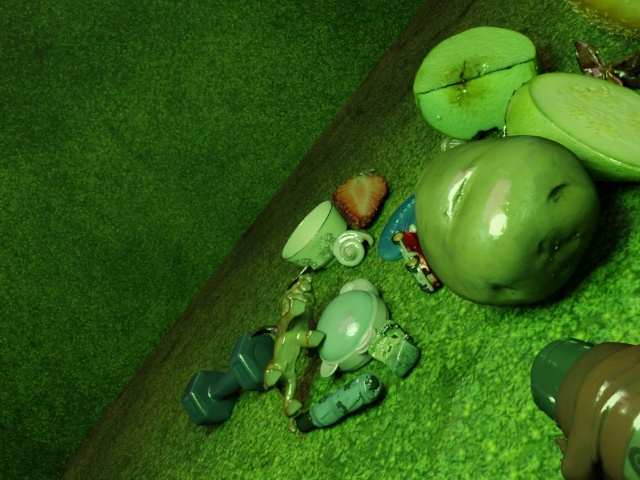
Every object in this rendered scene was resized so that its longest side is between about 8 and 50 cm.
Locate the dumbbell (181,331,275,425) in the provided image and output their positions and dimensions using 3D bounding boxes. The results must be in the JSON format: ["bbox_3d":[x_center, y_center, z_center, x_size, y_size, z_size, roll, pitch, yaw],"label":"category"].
[{"bbox_3d":[-0.240,0.382,1.359,0.324,0.144,0.160,-40,22,32],"label":"dumbbell"}]

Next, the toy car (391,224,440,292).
[{"bbox_3d":[0.219,0.025,0.982,0.112,0.112,0.139,-32,30,10],"label":"toy car"}]

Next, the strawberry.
[{"bbox_3d":[0.124,-0.107,1.514,0.175,0.107,0.236,5,46,29],"label":"strawberry"}]

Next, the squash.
[{"bbox_3d":[0.414,-0.179,0.722,0.189,0.189,0.260,-52,12,-2],"label":"squash"}]

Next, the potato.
[{"bbox_3d":[0.257,-0.030,0.740,0.326,0.220,0.244,-151,54,-79],"label":"potato"}]

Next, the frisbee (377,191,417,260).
[{"bbox_3d":[0.219,-0.055,1.234,0.242,0.045,0.242,-47,17,19],"label":"frisbee"}]

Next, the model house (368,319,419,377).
[{"bbox_3d":[0.135,0.193,0.890,0.079,0.066,0.083,-55,18,-5],"label":"model house"}]

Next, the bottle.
[{"bbox_3d":[0.287,0.168,0.411,0.156,0.143,0.271,-28,16,-11],"label":"bottle"}]

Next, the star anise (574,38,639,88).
[{"bbox_3d":[0.512,-0.270,0.906,0.140,0.144,0.158,20,74,25],"label":"star anise"}]

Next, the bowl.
[{"bbox_3d":[0.000,0.000,1.551,0.238,0.126,0.238,-46,17,19],"label":"bowl"}]

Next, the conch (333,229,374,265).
[{"bbox_3d":[0.096,0.014,1.392,0.105,0.094,0.176,-60,-14,16],"label":"conch"}]

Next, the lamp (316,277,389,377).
[{"bbox_3d":[0.061,0.169,1.069,0.179,0.108,0.246,-38,21,28],"label":"lamp"}]

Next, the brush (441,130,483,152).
[{"bbox_3d":[0.419,-0.336,1.269,0.328,0.070,0.065,-54,35,-13],"label":"brush"}]

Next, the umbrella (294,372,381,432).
[{"bbox_3d":[0.029,0.314,0.938,0.250,0.052,0.053,-46,50,40],"label":"umbrella"}]

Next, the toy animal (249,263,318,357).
[{"bbox_3d":[-0.061,0.203,1.171,0.197,0.273,0.160,-22,38,-35],"label":"toy animal"}]

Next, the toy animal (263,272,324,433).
[{"bbox_3d":[-0.061,0.220,1.050,0.157,0.097,0.313,172,114,-79],"label":"toy animal"}]

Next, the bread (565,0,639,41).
[{"bbox_3d":[0.562,-0.421,0.831,0.314,0.192,0.171,-25,-24,-38],"label":"bread"}]

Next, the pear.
[{"bbox_3d":[0.369,-0.385,1.190,0.292,0.159,0.293,-17,46,19],"label":"pear"}]
